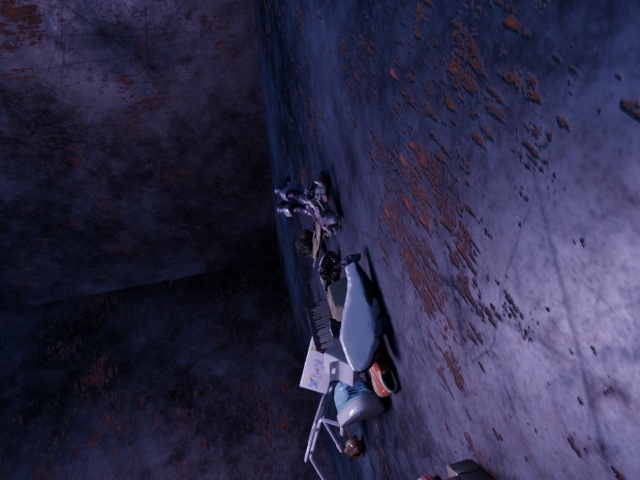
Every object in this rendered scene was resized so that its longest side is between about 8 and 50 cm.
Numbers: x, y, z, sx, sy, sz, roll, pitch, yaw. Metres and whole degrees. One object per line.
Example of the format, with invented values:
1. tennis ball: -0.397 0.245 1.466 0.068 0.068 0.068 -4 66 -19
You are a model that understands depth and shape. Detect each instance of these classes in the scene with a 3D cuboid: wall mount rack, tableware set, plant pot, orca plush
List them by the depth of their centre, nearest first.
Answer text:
1. orca plush: 0.099 0.185 1.135 0.102 0.151 0.287 33 -146 -59
2. plant pot: 0.074 0.168 1.259 0.109 0.096 0.109 92 164 -51
3. wall mount rack: 0.034 0.698 1.606 0.350 0.130 0.304 -54 -23 -67
4. tableware set: 0.000 0.000 1.681 0.194 0.039 0.128 102 168 -52

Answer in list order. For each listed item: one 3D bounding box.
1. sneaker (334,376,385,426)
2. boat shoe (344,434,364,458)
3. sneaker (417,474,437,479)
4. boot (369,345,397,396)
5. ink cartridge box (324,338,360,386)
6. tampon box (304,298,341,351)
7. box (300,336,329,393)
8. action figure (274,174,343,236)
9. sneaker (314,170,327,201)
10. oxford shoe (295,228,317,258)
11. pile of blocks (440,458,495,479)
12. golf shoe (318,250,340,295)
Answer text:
1. sneaker: 0.093 0.469 1.353 0.366 0.135 0.150 102 150 -65
2. boat shoe: 0.130 0.794 1.694 0.060 0.064 0.178 49 159 33
3. sneaker: 0.211 0.627 0.845 0.116 0.136 0.314 90 166 -50
4. boot: 0.148 0.308 1.121 0.085 0.059 0.158 113 137 -67
5. ink cartridge box: 0.074 0.312 1.213 0.089 0.143 0.092 19 134 25
6. tampon box: 0.029 0.293 1.525 0.120 0.101 0.161 47 -155 -62
7. box: 0.004 0.433 1.650 0.114 0.103 0.203 -49 -27 -77
8. action figure: -0.031 -0.111 1.410 0.285 0.099 0.185 27 146 42
9. sneaker: 0.003 -0.176 1.478 0.158 0.061 0.065 113 172 -71
10. oxford shoe: -0.043 0.017 1.877 0.227 0.082 0.096 81 -153 -69
11. pile of blocks: 0.240 0.488 0.607 0.362 0.112 0.149 -114 17 -55
12. golf shoe: 0.024 0.099 1.534 0.094 0.077 0.198 -111 16 -48
